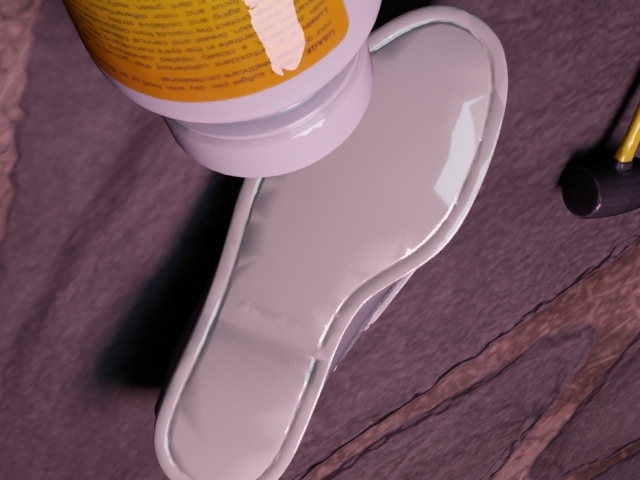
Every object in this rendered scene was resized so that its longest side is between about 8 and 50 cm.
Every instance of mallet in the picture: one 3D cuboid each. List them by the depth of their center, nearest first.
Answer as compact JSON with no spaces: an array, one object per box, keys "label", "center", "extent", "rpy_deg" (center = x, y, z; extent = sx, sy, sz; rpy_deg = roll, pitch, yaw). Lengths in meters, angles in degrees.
[{"label":"mallet","center":[0.223,-0.095,1.118],"extent":[0.062,0.039,0.190],"rpy_deg":[-3,128,-44]}]

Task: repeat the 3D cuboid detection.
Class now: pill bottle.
[{"label":"pill bottle","center":[-0.048,-0.134,0.696],"extent":[0.136,0.136,0.246],"rpy_deg":[-35,147,-9]}]

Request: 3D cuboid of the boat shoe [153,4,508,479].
[{"label":"boat shoe","center":[0.000,0.000,0.975],"extent":[0.319,0.116,0.099],"rpy_deg":[-61,-174,17]}]
